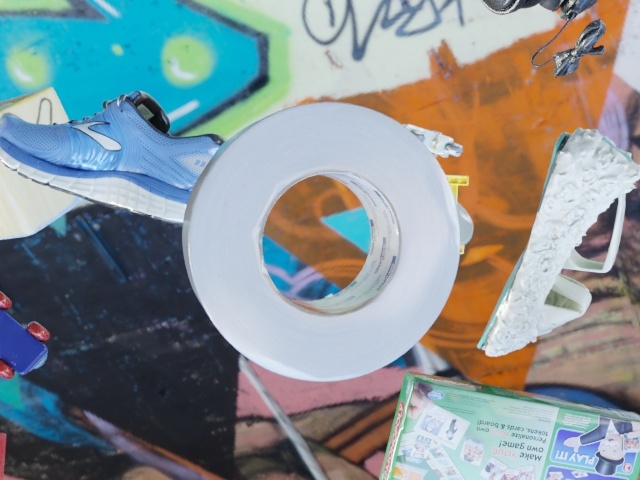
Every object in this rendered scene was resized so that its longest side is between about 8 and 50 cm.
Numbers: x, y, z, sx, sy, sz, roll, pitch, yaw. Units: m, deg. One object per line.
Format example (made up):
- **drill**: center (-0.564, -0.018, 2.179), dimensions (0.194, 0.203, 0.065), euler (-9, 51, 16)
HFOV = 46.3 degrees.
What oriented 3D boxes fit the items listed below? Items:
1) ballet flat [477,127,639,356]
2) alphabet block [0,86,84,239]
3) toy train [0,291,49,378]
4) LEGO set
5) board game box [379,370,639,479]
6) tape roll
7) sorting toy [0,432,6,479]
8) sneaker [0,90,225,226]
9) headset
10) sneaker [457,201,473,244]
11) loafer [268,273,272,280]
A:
- **ballet flat**: center (0.341, 0.037, 1.074), dimensions (0.147, 0.409, 0.147), euler (7, -143, -5)
- **alphabet block**: center (-0.534, -0.127, 1.279), dimensions (0.193, 0.197, 0.192), euler (-7, -155, 29)
- **toy train**: center (-0.595, 0.143, 1.336), dimensions (0.105, 0.248, 0.143), euler (-50, 180, -18)
- **LEGO set**: center (0.104, 0.003, 0.939), dimensions (0.287, 0.132, 0.107), euler (-65, 177, 6)
- **board game box**: center (0.236, 0.296, 0.936), dimensions (0.317, 0.213, 0.046), euler (12, -174, -9)
- **tape roll**: center (0.000, 0.000, 0.612), dimensions (0.219, 0.219, 0.072), euler (-34, -169, -10)
- **sorting toy**: center (-0.598, 0.450, 1.225), dimensions (0.257, 0.089, 0.255), euler (-41, -136, 28)
- **sneaker**: center (-0.259, -0.116, 0.946), dimensions (0.330, 0.130, 0.147), euler (15, -94, 14)
- **headset**: center (0.394, -0.463, 1.273), dimensions (0.243, 0.185, 0.394), euler (2, -109, -12)
- **sneaker**: center (0.144, -0.063, 1.085), dimensions (0.087, 0.229, 0.092), euler (-58, -158, -14)
- **loafer**: center (-0.162, 0.108, 1.904), dimensions (0.078, 0.080, 0.220), euler (-39, -160, -10)
